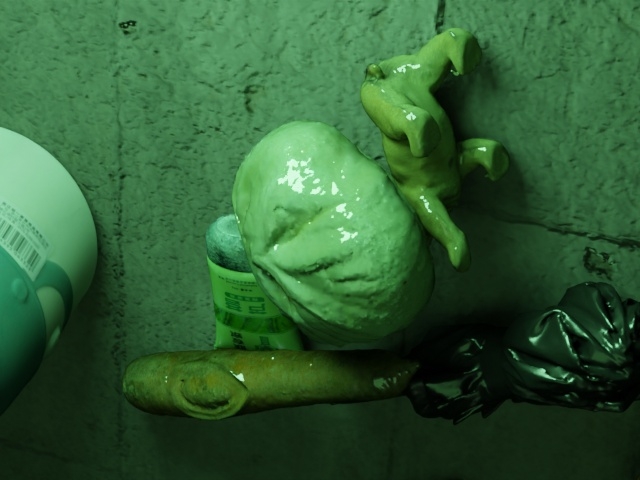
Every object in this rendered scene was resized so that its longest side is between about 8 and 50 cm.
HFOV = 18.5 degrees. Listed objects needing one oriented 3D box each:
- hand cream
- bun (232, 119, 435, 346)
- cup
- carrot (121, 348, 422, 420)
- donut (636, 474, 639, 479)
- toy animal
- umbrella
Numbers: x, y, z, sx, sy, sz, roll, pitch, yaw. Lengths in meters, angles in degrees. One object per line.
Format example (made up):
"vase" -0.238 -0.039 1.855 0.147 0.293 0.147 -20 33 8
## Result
"hand cream" -0.062 0.050 1.767 0.095 0.046 0.175 8 133 15
"bun" 0.000 0.000 1.611 0.195 0.118 0.195 49 159 27
"cup" -0.363 0.031 1.733 0.289 0.258 0.219 25 127 0
"carrot" -0.051 0.127 1.772 0.342 0.070 0.070 -6 126 40
"donut" 0.382 0.280 1.742 0.253 0.118 0.253 13 132 15
"toy animal" 0.084 -0.065 1.599 0.101 0.103 0.219 12 136 37
"umbrella" 0.141 0.108 1.714 0.340 0.118 0.118 -11 124 39
